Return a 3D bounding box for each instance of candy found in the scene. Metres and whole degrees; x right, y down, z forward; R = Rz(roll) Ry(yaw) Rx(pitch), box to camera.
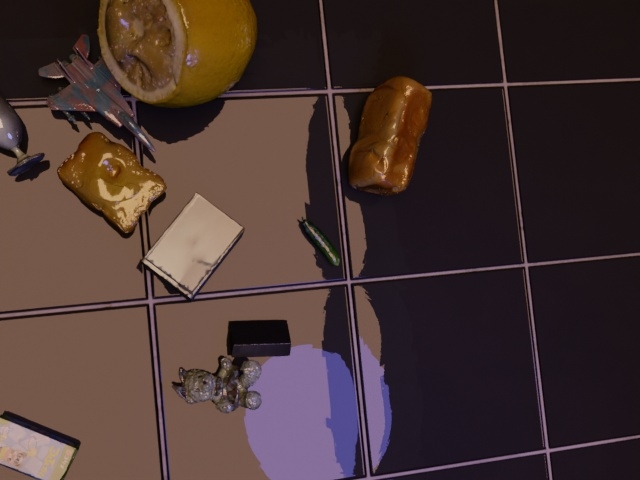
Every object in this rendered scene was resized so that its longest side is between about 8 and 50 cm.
[{"bbox_3d":[-0.661,0.478,1.811,0.195,0.062,0.097,26,79,-9],"label":"candy"}]

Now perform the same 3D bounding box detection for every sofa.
[{"bbox_3d":[-0.149,0.244,1.955,0.147,0.060,0.085,-1,42,-14],"label":"sofa"}]

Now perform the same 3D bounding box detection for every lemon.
[{"bbox_3d":[-0.304,-0.486,1.844,0.364,0.364,0.364,1,85,-13],"label":"lemon"}]

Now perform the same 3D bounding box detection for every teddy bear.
[{"bbox_3d":[-0.235,0.351,1.910,0.213,0.111,0.133,-1,63,11],"label":"teddy bear"}]

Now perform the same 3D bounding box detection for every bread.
[{"bbox_3d":[-0.495,-0.140,1.892,0.233,0.088,0.160,41,73,-4],"label":"bread"},{"bbox_3d":[0.171,-0.261,2.017,0.132,0.167,0.294,27,77,-33],"label":"bread"}]

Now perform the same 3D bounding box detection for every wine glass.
[{"bbox_3d":[-0.738,-0.261,1.835,0.103,0.103,0.222,-36,94,-13],"label":"wine glass"}]

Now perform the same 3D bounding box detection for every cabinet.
[{"bbox_3d":[-0.301,0.018,1.887,0.145,0.150,0.206,37,78,-2],"label":"cabinet"}]

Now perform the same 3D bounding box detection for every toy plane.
[{"bbox_3d":[-0.507,-0.330,1.895,0.223,0.104,0.326,-43,97,-12],"label":"toy plane"}]

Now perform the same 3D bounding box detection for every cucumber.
[{"bbox_3d":[0.000,0.000,2.018,0.037,0.037,0.155,-40,96,-13],"label":"cucumber"}]
